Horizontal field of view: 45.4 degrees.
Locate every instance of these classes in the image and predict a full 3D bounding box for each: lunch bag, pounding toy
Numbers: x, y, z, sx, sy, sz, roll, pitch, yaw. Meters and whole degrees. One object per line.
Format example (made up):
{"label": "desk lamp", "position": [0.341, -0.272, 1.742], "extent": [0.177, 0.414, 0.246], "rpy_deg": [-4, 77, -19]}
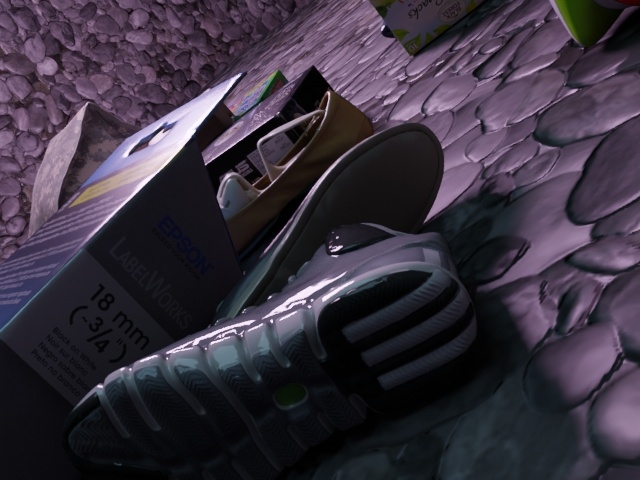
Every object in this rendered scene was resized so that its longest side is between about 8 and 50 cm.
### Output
{"label": "lunch bag", "position": [-0.461, -0.082, 1.483], "extent": [0.235, 0.169, 0.287], "rpy_deg": [-21, 51, 51]}
{"label": "pounding toy", "position": [-0.135, -0.128, 1.033], "extent": [0.141, 0.130, 0.100], "rpy_deg": [-38, 30, 7]}

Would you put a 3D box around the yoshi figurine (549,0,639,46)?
{"label": "yoshi figurine", "position": [0.234, -0.264, 0.477], "extent": [0.204, 0.203, 0.362], "rpy_deg": [-36, 20, -9]}

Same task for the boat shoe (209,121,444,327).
{"label": "boat shoe", "position": [0.000, 0.000, 0.505], "extent": [0.206, 0.075, 0.065], "rpy_deg": [-50, 22, -14]}

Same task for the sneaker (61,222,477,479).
{"label": "sneaker", "position": [-0.023, 0.058, 0.419], "extent": [0.229, 0.086, 0.132], "rpy_deg": [-23, 17, 17]}

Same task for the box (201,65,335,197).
{"label": "box", "position": [-0.068, -0.101, 0.881], "extent": [0.180, 0.077, 0.147], "rpy_deg": [-30, 20, 30]}

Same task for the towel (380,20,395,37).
{"label": "towel", "position": [0.225, -0.450, 1.199], "extent": [0.271, 0.040, 0.370], "rpy_deg": [-32, 21, 28]}

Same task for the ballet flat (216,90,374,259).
{"label": "ballet flat", "position": [-0.053, -0.057, 0.752], "extent": [0.232, 0.073, 0.080], "rpy_deg": [-41, 19, -2]}

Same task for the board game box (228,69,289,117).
{"label": "board game box", "position": [-0.199, -0.173, 1.383], "extent": [0.317, 0.046, 0.213], "rpy_deg": [-33, 19, 21]}

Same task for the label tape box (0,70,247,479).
{"label": "label tape box", "position": [-0.177, 0.043, 0.575], "extent": [0.241, 0.106, 0.333], "rpy_deg": [-9, 36, 54]}

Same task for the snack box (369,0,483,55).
{"label": "snack box", "position": [0.136, -0.306, 0.921], "extent": [0.141, 0.100, 0.037], "rpy_deg": [-35, 17, 17]}
